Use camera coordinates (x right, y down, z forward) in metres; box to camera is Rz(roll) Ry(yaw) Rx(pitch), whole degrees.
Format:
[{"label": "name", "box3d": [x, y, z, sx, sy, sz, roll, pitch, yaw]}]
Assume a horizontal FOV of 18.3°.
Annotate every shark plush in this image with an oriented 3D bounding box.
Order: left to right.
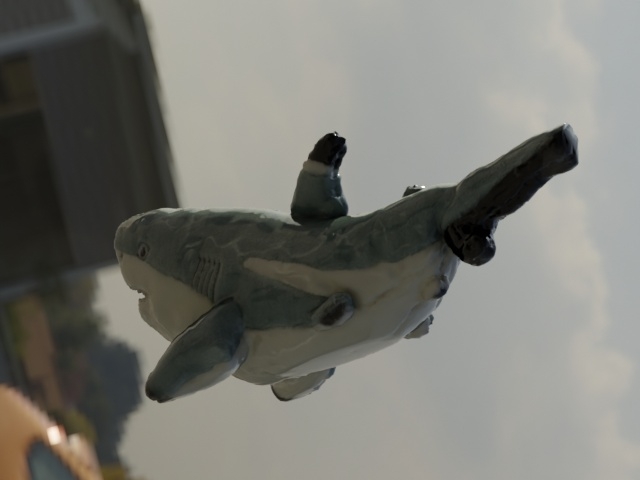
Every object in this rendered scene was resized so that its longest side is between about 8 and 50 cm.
[{"label": "shark plush", "box3d": [0.000, 0.000, 0.588, 0.161, 0.073, 0.067, -28, -110, 45]}]
